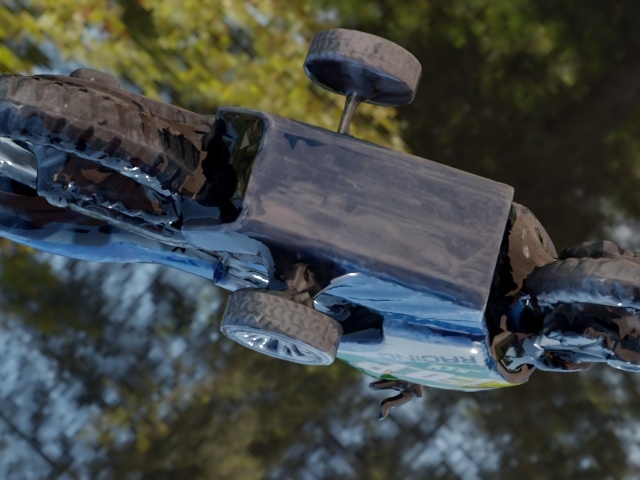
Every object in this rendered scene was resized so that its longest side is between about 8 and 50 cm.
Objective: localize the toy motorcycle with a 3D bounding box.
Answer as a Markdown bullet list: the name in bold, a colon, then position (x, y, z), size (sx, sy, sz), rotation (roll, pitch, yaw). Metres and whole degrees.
- **toy motorcycle**: position (0.000, 0.000, 0.565), size (0.254, 0.092, 0.135), rotation (17, 166, -10)
